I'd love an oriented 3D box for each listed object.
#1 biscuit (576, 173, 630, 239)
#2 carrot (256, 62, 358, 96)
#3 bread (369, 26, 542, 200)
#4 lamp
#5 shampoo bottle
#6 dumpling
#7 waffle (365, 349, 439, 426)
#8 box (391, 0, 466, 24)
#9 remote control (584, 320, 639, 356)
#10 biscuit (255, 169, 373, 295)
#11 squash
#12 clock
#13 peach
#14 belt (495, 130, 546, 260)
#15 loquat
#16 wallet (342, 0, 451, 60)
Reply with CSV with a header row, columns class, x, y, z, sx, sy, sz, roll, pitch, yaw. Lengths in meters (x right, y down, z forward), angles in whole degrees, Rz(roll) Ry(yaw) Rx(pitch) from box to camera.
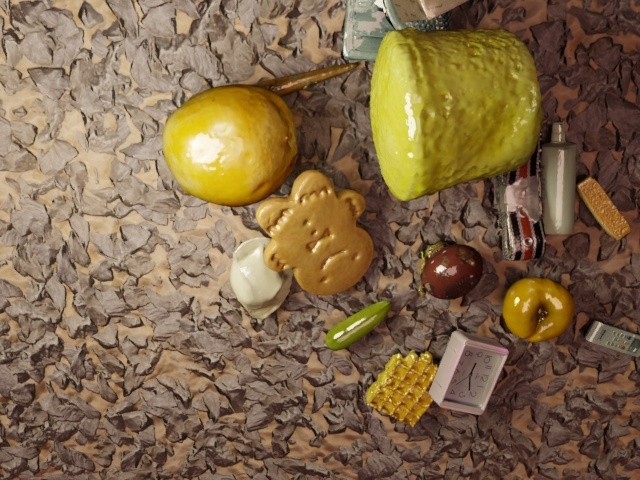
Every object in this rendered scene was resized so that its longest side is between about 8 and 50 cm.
class,x,y,z,sx,sy,sz,roll,pitch,yaw
biscuit,0.678,-0.081,1.295,0.052,0.056,0.188,-38,104,14
carrot,-0.034,-0.369,1.227,0.254,0.049,0.049,-16,107,2
bread,0.261,-0.267,1.098,0.307,0.348,0.348,-9,107,1
lamp,0.318,0.068,1.316,0.157,0.135,0.156,-5,141,-24
shampoo bottle,0.558,-0.147,1.261,0.085,0.085,0.263,-5,107,3
dumpling,-0.141,0.093,1.346,0.166,0.126,0.216,-21,98,-20
waffle,0.239,0.387,1.452,0.160,0.055,0.211,27,106,-9
box,0.214,-0.597,1.003,0.225,0.190,0.297,-28,109,3
remote control,0.784,0.259,1.415,0.162,0.029,0.061,19,109,-10
biscuit,0.001,0.001,1.258,0.275,0.052,0.355,-34,129,-3
squash,0.100,0.221,1.402,0.201,0.066,0.066,-35,104,4
clock,0.388,0.348,1.403,0.150,0.063,0.197,17,99,-19
peach,0.548,0.176,1.355,0.179,0.103,0.179,1,111,2
belt,0.466,-0.121,1.252,0.094,0.126,0.360,-8,106,2
loquat,-0.194,-0.214,1.169,0.283,0.276,0.276,12,109,18
wallet,0.174,-0.561,1.146,0.237,0.075,0.342,2,107,-3
